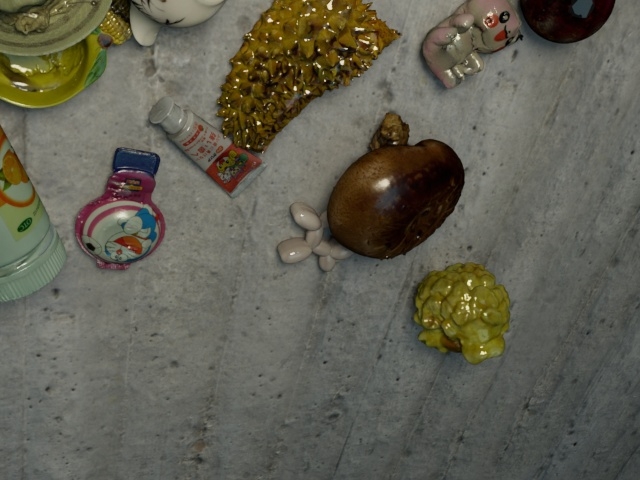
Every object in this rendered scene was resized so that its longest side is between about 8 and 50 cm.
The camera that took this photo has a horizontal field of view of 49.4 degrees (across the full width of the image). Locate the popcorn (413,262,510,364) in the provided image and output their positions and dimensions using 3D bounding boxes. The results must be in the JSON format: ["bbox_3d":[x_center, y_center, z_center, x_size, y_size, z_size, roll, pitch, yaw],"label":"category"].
[{"bbox_3d":[0.305,0.161,1.525,0.181,0.216,0.235,-12,172,-42],"label":"popcorn"}]

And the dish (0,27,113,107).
[{"bbox_3d":[-0.399,-0.272,0.984,0.208,0.080,0.148,-15,126,-11],"label":"dish"}]

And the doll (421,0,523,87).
[{"bbox_3d":[0.265,-0.358,1.203,0.192,0.095,0.149,-31,137,-1],"label":"doll"}]

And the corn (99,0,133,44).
[{"bbox_3d":[-0.330,-0.357,0.958,0.072,0.072,0.203,-36,131,5],"label":"corn"}]

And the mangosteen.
[{"bbox_3d":[0.432,-0.420,1.190,0.184,0.172,0.172,-5,129,-45],"label":"mangosteen"}]

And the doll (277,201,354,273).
[{"bbox_3d":[0.000,0.000,1.381,0.160,0.059,0.160,3,123,-24],"label":"doll"}]

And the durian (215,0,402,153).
[{"bbox_3d":[-0.037,-0.278,1.118,0.341,0.112,0.191,-37,133,9],"label":"durian"}]

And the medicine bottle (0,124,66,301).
[{"bbox_3d":[-0.514,-0.071,1.034,0.158,0.158,0.318,-20,131,-9],"label":"medicine bottle"}]

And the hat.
[{"bbox_3d":[-0.373,-0.335,0.841,0.252,0.110,0.251,-7,120,-12],"label":"hat"}]

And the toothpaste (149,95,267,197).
[{"bbox_3d":[-0.191,-0.158,1.186,0.089,0.057,0.234,-43,138,8],"label":"toothpaste"}]

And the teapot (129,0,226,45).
[{"bbox_3d":[-0.196,-0.413,0.924,0.208,0.166,0.299,-26,120,-45],"label":"teapot"}]

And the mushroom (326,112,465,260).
[{"bbox_3d":[0.146,-0.087,1.291,0.297,0.163,0.278,-22,132,-35],"label":"mushroom"}]

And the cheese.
[{"bbox_3d":[-0.336,-0.046,1.195,0.155,0.062,0.244,8,121,-26],"label":"cheese"}]
